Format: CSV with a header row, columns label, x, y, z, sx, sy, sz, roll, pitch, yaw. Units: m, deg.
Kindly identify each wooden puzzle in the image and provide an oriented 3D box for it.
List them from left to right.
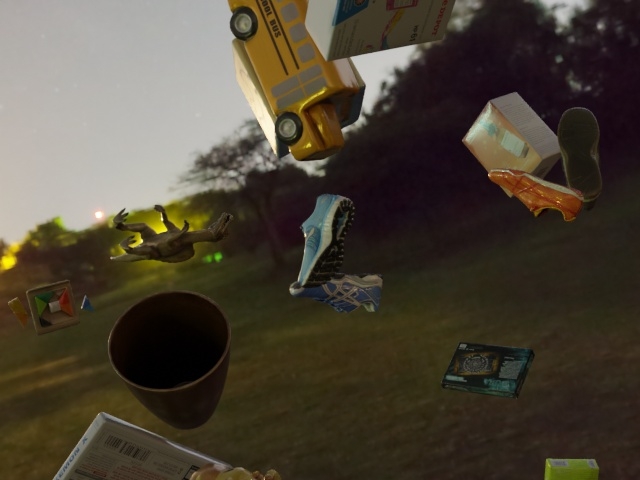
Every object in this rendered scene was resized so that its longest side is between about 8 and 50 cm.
label,x,y,z,sx,sy,sz,roll,pitch,yaw
wooden puzzle,-0.409,0.103,1.314,0.116,0.079,0.014,-23,13,-29

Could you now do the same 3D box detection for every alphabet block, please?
label,x,y,z,sx,sy,sz,roll,pitch,yaw
alphabet block,-0.044,-0.310,1.678,0.193,0.197,0.192,-26,-12,-9

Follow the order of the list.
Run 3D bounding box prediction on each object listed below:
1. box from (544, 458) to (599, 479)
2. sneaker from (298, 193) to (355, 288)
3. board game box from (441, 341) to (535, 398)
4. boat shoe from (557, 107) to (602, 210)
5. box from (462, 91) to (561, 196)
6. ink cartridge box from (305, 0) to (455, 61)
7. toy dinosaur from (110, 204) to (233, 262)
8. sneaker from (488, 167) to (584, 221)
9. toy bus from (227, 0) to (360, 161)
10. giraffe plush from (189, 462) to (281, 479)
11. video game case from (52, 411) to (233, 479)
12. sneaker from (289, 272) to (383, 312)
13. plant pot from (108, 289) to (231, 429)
label,x,y,z,sx,sy,sz,roll,pitch,yaw
box,0.549,0.569,1.897,0.109,0.178,0.042,0,18,2
sneaker,0.000,0.000,1.378,0.073,0.162,0.063,28,12,41
board game box,0.378,0.292,1.945,0.186,0.026,0.126,1,46,39
boat shoe,0.500,-0.156,1.658,0.080,0.224,0.073,-2,-35,10
box,0.406,-0.202,1.807,0.091,0.170,0.130,-22,-25,-35
ink cartridge box,0.057,-0.213,0.745,0.122,0.052,0.088,-17,-30,-21
toy dinosaur,-0.186,0.006,0.944,0.183,0.053,0.092,-15,-31,25
sneaker,0.360,-0.080,1.470,0.175,0.067,0.064,27,12,34
toy bus,-0.041,-0.295,1.347,0.130,0.333,0.108,-25,-4,22
giraffe plush,-0.141,0.382,1.168,0.210,0.171,0.181,22,6,0
video game case,-0.364,0.503,1.616,0.329,0.300,0.036,35,0,-38
sneaker,0.038,0.111,1.799,0.211,0.081,0.080,1,-6,-21
plant pot,-0.260,0.247,1.591,0.215,0.215,0.230,-17,-40,-12
